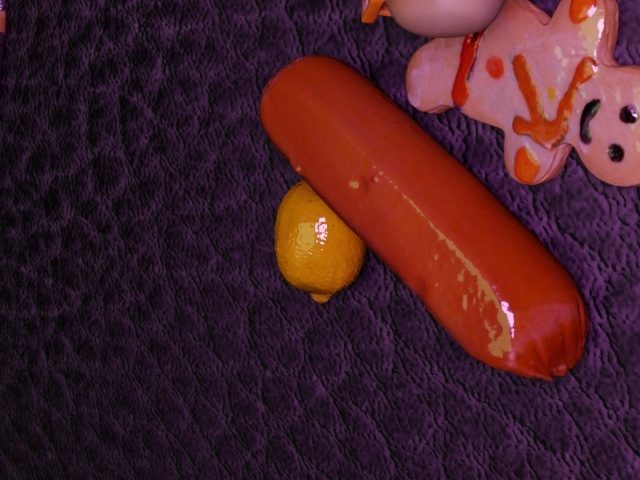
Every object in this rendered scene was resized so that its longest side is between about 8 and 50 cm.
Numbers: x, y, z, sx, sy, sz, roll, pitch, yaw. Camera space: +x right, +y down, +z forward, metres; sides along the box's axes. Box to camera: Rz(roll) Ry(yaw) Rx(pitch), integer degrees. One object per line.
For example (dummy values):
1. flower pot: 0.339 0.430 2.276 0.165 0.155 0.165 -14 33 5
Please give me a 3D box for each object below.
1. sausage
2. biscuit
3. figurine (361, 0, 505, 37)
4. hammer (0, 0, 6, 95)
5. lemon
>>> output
1. sausage: 0.073 -0.029 0.964 0.348 0.097 0.094 45 135 27
2. biscuit: 0.161 -0.115 0.906 0.234 0.030 0.153 39 126 33
3. figurine: 0.084 -0.267 0.868 0.180 0.154 0.262 -25 56 49
4. hammer: -0.364 -0.256 1.405 0.078 0.021 0.201 31 119 37
5. lemon: 0.000 0.000 1.058 0.082 0.082 0.111 15 103 42
